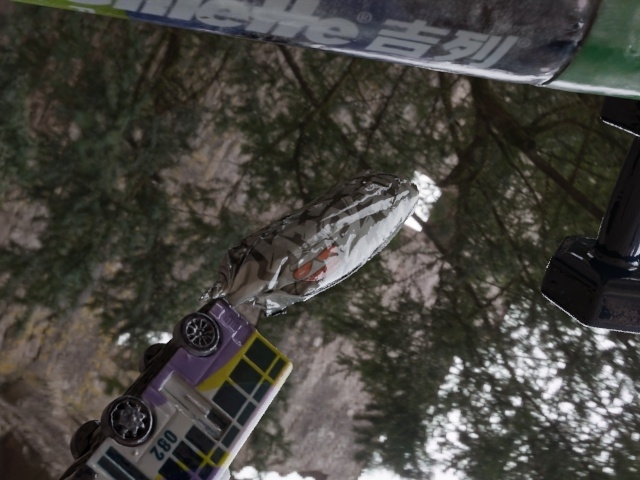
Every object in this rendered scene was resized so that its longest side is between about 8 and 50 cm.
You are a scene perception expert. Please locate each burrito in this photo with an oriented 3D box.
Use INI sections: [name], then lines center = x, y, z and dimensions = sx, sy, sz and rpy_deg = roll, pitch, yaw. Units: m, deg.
[burrito]
center = 0.000, 0.000, 1.118
dimensions = 0.139, 0.445, 0.101
rpy_deg = 11, -64, 30

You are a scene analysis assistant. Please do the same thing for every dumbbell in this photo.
[dumbbell]
center = 0.374, -0.052, 0.971
dimensions = 0.156, 0.144, 0.316
rpy_deg = 41, -51, 45

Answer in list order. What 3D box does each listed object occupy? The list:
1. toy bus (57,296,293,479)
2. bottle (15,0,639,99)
[toy bus]
center = -0.259, 0.336, 1.445
dimensions = 0.209, 0.249, 0.440
rpy_deg = -38, -169, 47
[bottle]
center = 0.038, -0.122, 0.348
dimensions = 0.093, 0.330, 0.093
rpy_deg = -174, -90, -78
